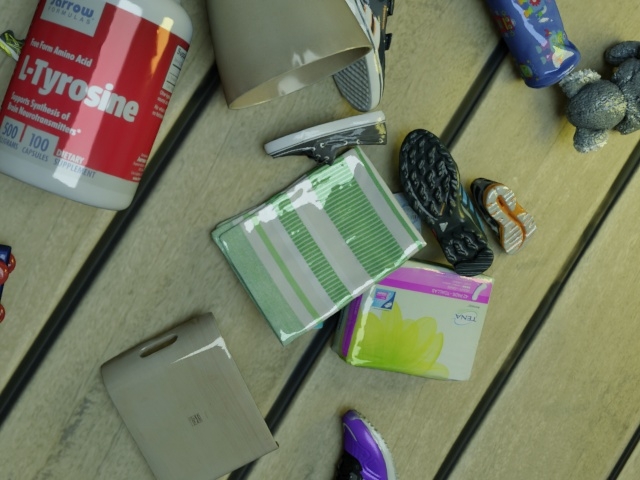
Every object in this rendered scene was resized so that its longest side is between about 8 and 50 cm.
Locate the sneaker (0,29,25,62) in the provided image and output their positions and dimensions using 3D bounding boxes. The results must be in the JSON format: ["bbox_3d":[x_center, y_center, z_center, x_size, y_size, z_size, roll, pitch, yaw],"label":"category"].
[{"bbox_3d":[-0.469,-0.296,1.329,0.083,0.031,0.035,42,83,-25],"label":"sneaker"}]

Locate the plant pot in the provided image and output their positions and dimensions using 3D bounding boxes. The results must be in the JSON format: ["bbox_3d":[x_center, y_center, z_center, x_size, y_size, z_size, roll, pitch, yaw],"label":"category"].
[{"bbox_3d":[-0.086,-0.388,1.376,0.257,0.256,0.274,-24,93,-17],"label":"plant pot"}]

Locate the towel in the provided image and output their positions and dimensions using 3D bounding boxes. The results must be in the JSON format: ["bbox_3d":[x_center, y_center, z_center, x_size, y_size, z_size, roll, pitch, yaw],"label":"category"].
[{"bbox_3d":[0.000,0.000,1.532,0.325,0.038,0.248,-33,84,-13],"label":"towel"}]

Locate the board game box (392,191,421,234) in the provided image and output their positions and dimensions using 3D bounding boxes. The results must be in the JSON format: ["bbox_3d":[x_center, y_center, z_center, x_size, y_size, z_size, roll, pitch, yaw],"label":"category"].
[{"bbox_3d":[0.153,-0.049,1.650,0.090,0.020,0.090,-7,103,-21],"label":"board game box"}]

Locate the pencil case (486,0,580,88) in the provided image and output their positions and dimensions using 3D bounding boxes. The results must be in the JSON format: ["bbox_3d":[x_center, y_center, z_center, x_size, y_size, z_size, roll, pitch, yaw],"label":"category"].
[{"bbox_3d":[0.393,-0.446,1.615,0.133,0.119,0.306,-37,113,-14],"label":"pencil case"}]

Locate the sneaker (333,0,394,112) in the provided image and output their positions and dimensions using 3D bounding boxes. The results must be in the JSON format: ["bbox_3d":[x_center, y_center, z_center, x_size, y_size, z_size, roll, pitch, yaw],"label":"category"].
[{"bbox_3d":[0.075,-0.392,1.488,0.127,0.126,0.321,-30,119,-27],"label":"sneaker"}]

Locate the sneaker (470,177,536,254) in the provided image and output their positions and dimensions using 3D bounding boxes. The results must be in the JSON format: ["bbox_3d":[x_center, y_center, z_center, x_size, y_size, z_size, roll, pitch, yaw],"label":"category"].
[{"bbox_3d":[0.369,-0.053,1.713,0.084,0.083,0.215,-40,131,-6],"label":"sneaker"}]

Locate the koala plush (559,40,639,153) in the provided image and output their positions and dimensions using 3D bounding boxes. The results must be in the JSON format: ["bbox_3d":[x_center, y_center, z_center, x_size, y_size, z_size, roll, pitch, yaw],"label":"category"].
[{"bbox_3d":[0.595,-0.287,1.708,0.221,0.203,0.196,-16,107,-7],"label":"koala plush"}]

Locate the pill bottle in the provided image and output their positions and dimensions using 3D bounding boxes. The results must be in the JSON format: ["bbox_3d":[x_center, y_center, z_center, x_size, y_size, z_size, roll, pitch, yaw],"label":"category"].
[{"bbox_3d":[-0.333,-0.269,1.285,0.229,0.229,0.407,19,93,-25],"label":"pill bottle"}]

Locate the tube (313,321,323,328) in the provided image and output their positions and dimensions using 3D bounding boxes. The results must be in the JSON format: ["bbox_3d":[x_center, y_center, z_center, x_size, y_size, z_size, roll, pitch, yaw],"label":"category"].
[{"bbox_3d":[-0.016,0.061,1.592,0.080,0.052,0.207,0,95,-34],"label":"tube"}]

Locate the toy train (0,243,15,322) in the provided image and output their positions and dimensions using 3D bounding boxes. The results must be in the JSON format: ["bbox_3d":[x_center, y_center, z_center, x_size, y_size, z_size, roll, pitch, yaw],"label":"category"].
[{"bbox_3d":[-0.580,0.120,1.338,0.143,0.105,0.248,13,96,-14],"label":"toy train"}]

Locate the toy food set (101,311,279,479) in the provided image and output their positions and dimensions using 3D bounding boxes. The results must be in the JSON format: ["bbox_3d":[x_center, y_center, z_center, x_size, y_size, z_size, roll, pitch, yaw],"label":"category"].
[{"bbox_3d":[-0.232,0.306,1.537,0.220,0.092,0.306,-25,109,-4],"label":"toy food set"}]

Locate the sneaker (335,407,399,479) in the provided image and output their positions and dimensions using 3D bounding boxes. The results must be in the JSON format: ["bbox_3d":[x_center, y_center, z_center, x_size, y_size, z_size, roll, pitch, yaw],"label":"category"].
[{"bbox_3d":[0.076,0.484,1.685,0.146,0.102,0.293,-24,109,-16],"label":"sneaker"}]

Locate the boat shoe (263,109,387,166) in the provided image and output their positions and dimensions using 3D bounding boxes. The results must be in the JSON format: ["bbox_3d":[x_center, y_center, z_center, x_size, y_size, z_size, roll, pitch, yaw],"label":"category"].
[{"bbox_3d":[0.015,-0.172,1.522,0.229,0.080,0.076,-17,96,-15],"label":"boat shoe"}]

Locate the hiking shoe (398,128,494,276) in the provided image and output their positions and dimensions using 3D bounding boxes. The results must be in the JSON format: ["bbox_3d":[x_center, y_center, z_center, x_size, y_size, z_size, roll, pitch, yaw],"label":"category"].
[{"bbox_3d":[0.233,-0.074,1.635,0.113,0.132,0.304,-23,99,10],"label":"hiking shoe"}]

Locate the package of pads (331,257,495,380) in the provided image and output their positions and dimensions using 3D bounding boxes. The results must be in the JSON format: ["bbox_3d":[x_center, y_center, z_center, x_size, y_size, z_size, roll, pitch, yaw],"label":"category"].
[{"bbox_3d":[0.183,0.152,1.661,0.297,0.101,0.229,11,96,-24],"label":"package of pads"}]
